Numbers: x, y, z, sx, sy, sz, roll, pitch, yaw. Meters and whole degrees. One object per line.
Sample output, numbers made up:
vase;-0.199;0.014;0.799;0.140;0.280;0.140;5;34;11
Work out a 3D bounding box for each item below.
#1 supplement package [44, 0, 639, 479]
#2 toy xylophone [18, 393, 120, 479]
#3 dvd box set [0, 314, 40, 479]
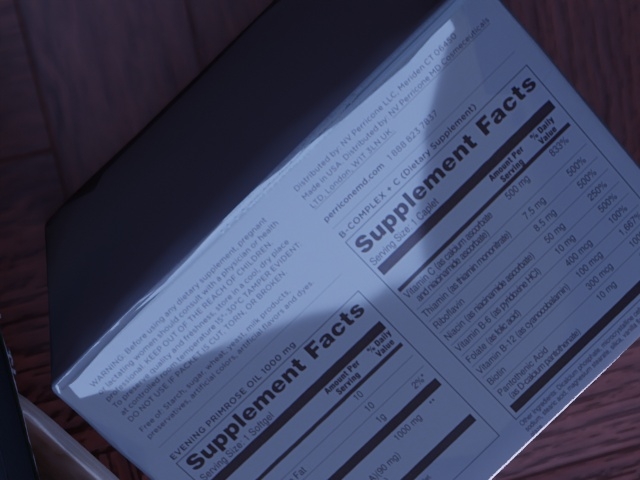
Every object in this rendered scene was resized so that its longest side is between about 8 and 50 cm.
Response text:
supplement package;0.000;0.000;0.579;0.204;0.262;0.145;-44;107;0
toy xylophone;-0.101;0.172;0.625;0.322;0.236;0.081;40;59;-5
dvd box set;-0.320;0.110;0.537;0.420;0.062;0.308;-16;89;13
